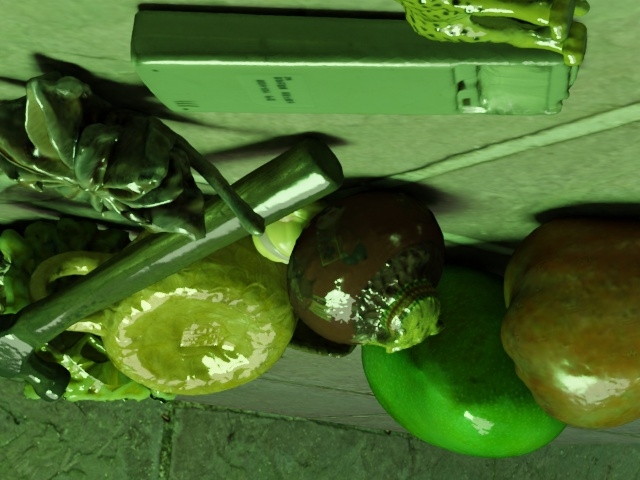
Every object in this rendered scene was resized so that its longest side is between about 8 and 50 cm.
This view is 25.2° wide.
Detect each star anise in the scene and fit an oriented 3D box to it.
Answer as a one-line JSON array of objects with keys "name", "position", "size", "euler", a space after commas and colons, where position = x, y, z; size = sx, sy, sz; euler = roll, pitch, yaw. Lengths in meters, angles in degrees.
[{"name": "star anise", "position": [-0.158, -0.063, 1.117], "size": [0.231, 0.089, 0.209], "euler": [24, 171, -41]}]

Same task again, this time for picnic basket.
[{"name": "picnic basket", "position": [-0.022, 0.070, 1.648], "size": [0.055, 0.110, 0.193], "euler": [13, 175, 42]}]

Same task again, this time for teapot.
[{"name": "teapot", "position": [-0.138, 0.043, 1.457], "size": [0.311, 0.167, 0.203], "euler": [0, 135, -11]}]

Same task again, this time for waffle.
[{"name": "waffle", "position": [-0.234, 0.069, 1.514], "size": [0.223, 0.204, 0.054], "euler": [6, 151, -40]}]

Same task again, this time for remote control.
[{"name": "remote control", "position": [0.025, -0.115, 0.939], "size": [0.285, 0.038, 0.123], "euler": [1, 169, 9]}]

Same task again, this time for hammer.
[{"name": "hammer", "position": [-0.158, 0.022, 1.274], "size": [0.440, 0.044, 0.168], "euler": [-27, 128, 31]}]

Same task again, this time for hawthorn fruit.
[{"name": "hawthorn fruit", "position": [0.292, 0.064, 1.313], "size": [0.251, 0.199, 0.199], "euler": [-15, 161, 22]}]

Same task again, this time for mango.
[{"name": "mango", "position": [0.156, 0.132, 1.532], "size": [0.225, 0.201, 0.382], "euler": [32, -174, -4]}]

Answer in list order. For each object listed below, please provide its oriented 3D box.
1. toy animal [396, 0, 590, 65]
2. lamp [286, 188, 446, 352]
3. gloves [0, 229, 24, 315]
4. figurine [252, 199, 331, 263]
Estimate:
[{"name": "toy animal", "position": [0.073, -0.139, 0.752], "size": [0.136, 0.073, 0.181], "euler": [10, -178, 14]}, {"name": "lamp", "position": [0.050, 0.032, 1.308], "size": [0.157, 0.156, 0.135], "euler": [17, -154, -46]}, {"name": "gloves", "position": [-0.401, 0.052, 1.639], "size": [0.312, 0.135, 0.210], "euler": [3, 174, 22]}, {"name": "figurine", "position": [0.000, 0.000, 1.403], "size": [0.083, 0.083, 0.187], "euler": [-3, 159, 33]}]
